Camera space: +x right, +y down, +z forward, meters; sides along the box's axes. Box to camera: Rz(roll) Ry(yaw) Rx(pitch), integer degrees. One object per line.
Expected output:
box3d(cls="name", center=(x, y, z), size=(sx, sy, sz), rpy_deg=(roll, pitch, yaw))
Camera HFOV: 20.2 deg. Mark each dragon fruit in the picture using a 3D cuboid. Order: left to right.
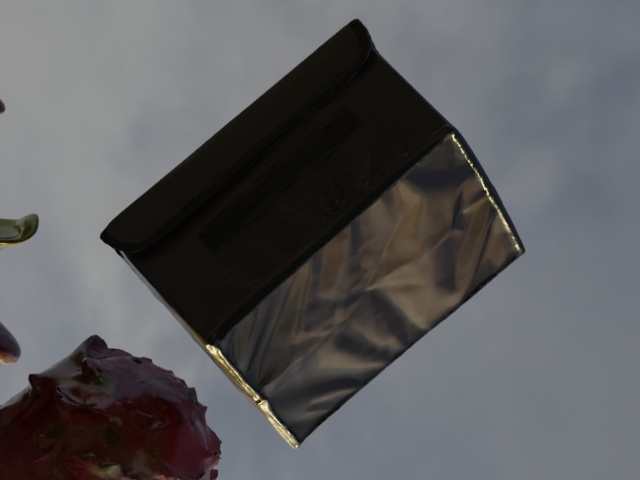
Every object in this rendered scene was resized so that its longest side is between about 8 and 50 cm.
box3d(cls="dragon fruit", center=(-0.201, 0.212, 1.455), size=(0.268, 0.210, 0.205), rpy_deg=(-37, -157, 13))

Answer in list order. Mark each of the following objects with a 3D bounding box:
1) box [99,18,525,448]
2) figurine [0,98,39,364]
box3d(cls="box", center=(0.000, 0.000, 1.351), size=(0.252, 0.188, 0.153), rpy_deg=(-39, -129, -3))
box3d(cls="figurine", center=(-0.354, -0.078, 1.439), size=(0.193, 0.154, 0.421), rpy_deg=(-38, -86, 12))
